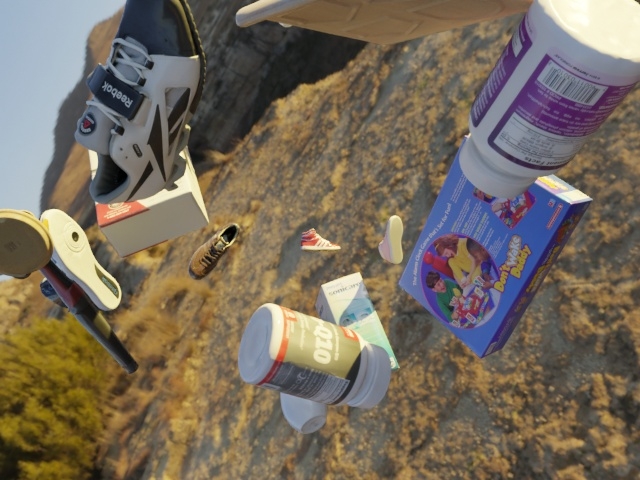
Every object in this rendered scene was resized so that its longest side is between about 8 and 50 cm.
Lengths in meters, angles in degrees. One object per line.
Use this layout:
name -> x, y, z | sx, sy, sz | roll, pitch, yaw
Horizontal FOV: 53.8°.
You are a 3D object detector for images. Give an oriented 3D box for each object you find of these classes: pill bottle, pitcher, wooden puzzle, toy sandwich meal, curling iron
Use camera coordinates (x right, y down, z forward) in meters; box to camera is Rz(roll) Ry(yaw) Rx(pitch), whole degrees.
pill bottle -> 0.314, -0.197, 0.895 | 0.301, 0.169, 0.169 | 114, 174, -55
pitcher -> -0.045, 0.443, 1.856 | 0.178, 0.125, 0.207 | -43, 48, 11
wooden puzzle -> 0.102, -0.352, 0.891 | 0.322, 0.348, 0.080 | 7, 102, 51
toy sandwich meal -> -0.310, 0.001, 0.639 | 0.085, 0.086, 0.029 | -54, 25, 23
pill bottle -> -0.008, 0.242, 1.275 | 0.161, 0.283, 0.161 | -43, 36, 42
curling iron -> -0.341, 0.088, 0.845 | 0.035, 0.274, 0.068 | -7, 40, 41

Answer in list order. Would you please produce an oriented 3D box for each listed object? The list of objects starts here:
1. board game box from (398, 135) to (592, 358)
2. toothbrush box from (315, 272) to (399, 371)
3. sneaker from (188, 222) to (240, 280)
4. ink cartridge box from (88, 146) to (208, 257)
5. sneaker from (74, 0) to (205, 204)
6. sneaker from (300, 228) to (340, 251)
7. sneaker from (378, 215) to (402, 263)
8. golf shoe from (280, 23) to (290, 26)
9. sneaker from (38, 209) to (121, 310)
board game box -> 0.306, 0.011, 1.175 | 0.233, 0.078, 0.347 | 43, 128, 34
toothbrush box -> 0.097, 0.273, 1.829 | 0.216, 0.126, 0.295 | 101, 147, -67
sneaker -> -0.282, 0.021, 1.674 | 0.188, 0.066, 0.071 | -56, 9, -28
ink cartridge box -> -0.371, -0.124, 1.344 | 0.197, 0.114, 0.273 | -21, 50, -3
sneaker -> -0.246, -0.177, 0.826 | 0.146, 0.122, 0.330 | -32, -33, -43
sneaker -> 0.000, 0.000, 1.881 | 0.042, 0.118, 0.067 | 123, 148, -75
sneaker -> 0.190, -0.005, 1.750 | 0.070, 0.051, 0.134 | 16, 114, 55
golf shoe -> -0.103, -0.563, 1.416 | 0.067, 0.186, 0.086 | -11, 37, 13
sneaker -> -0.453, 0.048, 1.092 | 0.121, 0.217, 0.079 | -9, 37, 20
